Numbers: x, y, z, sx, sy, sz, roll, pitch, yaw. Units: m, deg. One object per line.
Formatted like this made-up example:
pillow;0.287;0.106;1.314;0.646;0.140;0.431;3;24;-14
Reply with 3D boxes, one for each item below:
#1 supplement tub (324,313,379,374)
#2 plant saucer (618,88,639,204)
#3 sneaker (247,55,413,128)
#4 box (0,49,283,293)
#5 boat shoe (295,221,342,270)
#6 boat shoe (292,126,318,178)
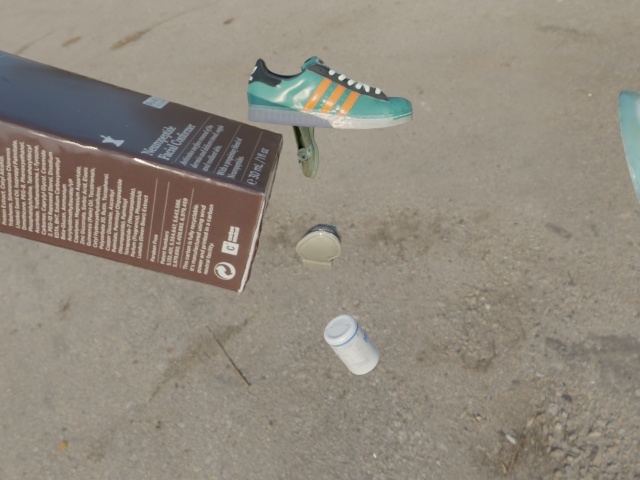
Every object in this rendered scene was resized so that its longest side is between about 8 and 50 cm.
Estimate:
supplement tub;0.061;0.202;0.951;0.071;0.107;0.071;-26;30;17
plant saucer;0.678;-0.162;0.992;0.044;0.317;0.317;-16;36;43
sneaker;0.020;-0.265;0.873;0.302;0.121;0.108;2;17;-3
box;-0.246;-0.089;0.564;0.381;0.143;0.191;14;30;-7
boat shoe;0.000;0.000;0.841;0.075;0.206;0.065;8;73;1
boat shoe;-0.038;-0.207;1.041;0.048;0.153;0.056;-5;1;-27
